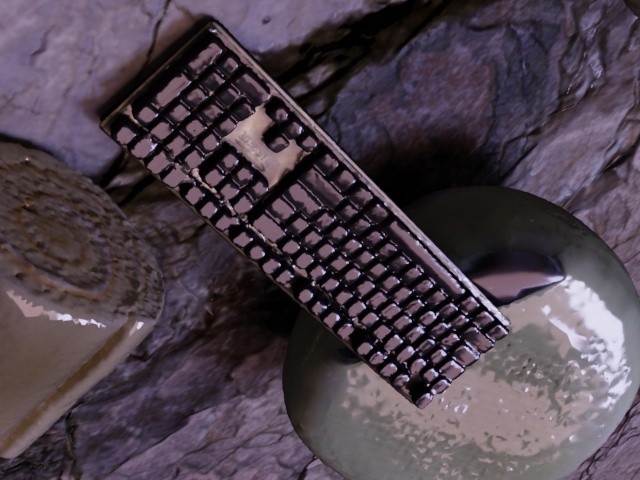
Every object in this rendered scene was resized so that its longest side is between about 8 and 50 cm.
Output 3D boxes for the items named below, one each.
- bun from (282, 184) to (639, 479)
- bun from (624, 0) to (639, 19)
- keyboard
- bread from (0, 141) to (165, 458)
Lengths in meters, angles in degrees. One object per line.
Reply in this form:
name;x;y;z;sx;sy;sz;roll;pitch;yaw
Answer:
bun;0.108;0.071;0.980;0.283;0.179;0.283;-5;122;-8
bun;0.325;-0.237;0.694;0.365;0.219;0.365;-18;142;-15
keyboard;0.000;0.000;0.792;0.106;0.027;0.317;-41;121;10
bread;-0.188;0.036;0.704;0.141;0.134;0.148;-42;136;22
